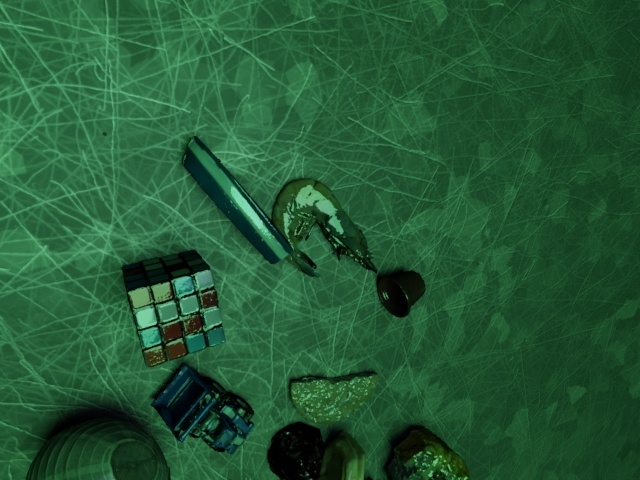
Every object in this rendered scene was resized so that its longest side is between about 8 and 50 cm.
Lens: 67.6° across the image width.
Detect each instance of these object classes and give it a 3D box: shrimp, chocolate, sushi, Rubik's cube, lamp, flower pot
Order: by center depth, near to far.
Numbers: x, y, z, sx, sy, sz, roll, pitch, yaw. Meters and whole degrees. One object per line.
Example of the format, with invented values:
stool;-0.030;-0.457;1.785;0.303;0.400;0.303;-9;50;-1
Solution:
lamp;-0.410;0.462;0.895;0.265;0.233;0.233;27;90;-43
Rubik's cube;-0.280;0.120;0.908;0.150;0.154;0.155;-16;110;-23
shrimp;0.002;0.002;1.067;0.178;0.075;0.289;-41;118;-3
chocolate;-0.042;0.537;1.141;0.156;0.133;0.156;-7;107;-23
flower pot;0.209;0.123;1.182;0.089;0.111;0.112;-26;113;-30
sushi;0.305;0.650;1.332;0.274;0.139;0.184;41;85;-22

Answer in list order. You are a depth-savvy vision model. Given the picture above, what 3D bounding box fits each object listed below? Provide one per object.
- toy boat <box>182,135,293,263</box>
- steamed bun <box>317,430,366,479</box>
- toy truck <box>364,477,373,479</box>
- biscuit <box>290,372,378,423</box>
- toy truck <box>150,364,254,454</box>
toy boat;-0.167;-0.075;0.951;0.061;0.096;0.299;-39;109;1
steamed bun;0.075;0.694;1.114;0.189;0.247;0.429;22;71;-14
toy truck;0.151;0.758;1.264;0.213;0.177;0.161;32;89;-29
biscuit;0.033;0.399;1.199;0.249;0.032;0.134;3;102;-28
toy truck;-0.238;0.369;1.006;0.208;0.126;0.113;43;83;-27
